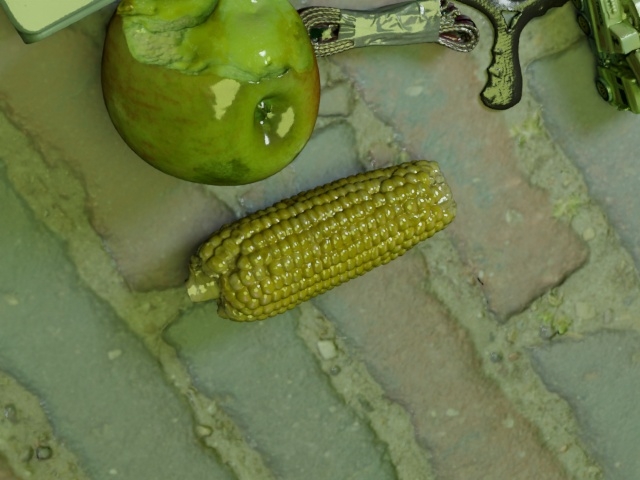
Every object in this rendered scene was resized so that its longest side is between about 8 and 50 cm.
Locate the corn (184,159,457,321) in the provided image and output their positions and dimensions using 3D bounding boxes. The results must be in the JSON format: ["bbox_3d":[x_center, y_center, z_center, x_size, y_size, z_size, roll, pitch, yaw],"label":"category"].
[{"bbox_3d":[0.000,0.000,1.971,0.347,0.130,0.130,-21,110,-11],"label":"corn"}]

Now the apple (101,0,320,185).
[{"bbox_3d":[-0.116,-0.180,1.823,0.246,0.226,0.246,-15,123,-24],"label":"apple"}]

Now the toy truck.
[{"bbox_3d":[0.379,-0.247,1.995,0.085,0.116,0.191,-25,116,-8],"label":"toy truck"}]

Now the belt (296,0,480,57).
[{"bbox_3d":[0.074,-0.257,1.949,0.232,0.053,0.071,-4,105,-10],"label":"belt"}]

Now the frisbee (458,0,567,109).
[{"bbox_3d":[0.218,-0.277,2.006,0.187,0.012,0.211,26,99,-20],"label":"frisbee"}]

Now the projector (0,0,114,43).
[{"bbox_3d":[-0.302,-0.370,1.793,0.198,0.108,0.250,-30,113,-5],"label":"projector"}]
